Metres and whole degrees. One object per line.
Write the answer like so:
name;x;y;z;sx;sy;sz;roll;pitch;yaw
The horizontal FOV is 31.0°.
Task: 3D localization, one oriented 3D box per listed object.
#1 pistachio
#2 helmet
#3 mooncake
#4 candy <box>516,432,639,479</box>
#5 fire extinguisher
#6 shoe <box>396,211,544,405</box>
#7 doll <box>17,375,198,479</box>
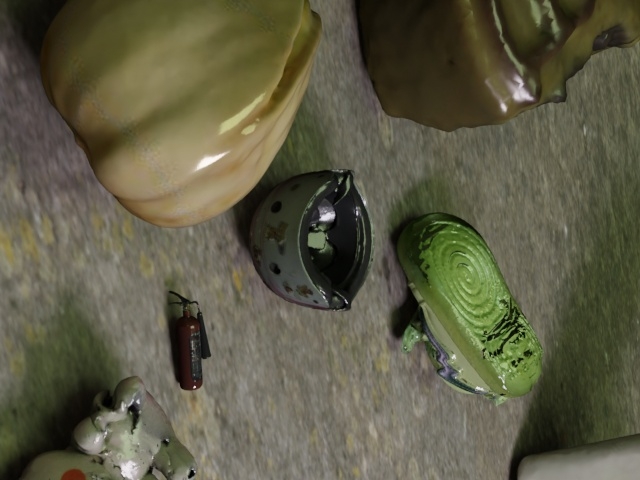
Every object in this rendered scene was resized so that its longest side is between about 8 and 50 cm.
pistachio;-0.118;-0.152;1.010;0.321;0.237;0.229;-74;150;-48
helmet;-0.017;0.000;1.247;0.177;0.107;0.153;8;82;-70
mooncake;0.235;-0.288;1.443;0.393;0.246;0.394;36;61;-39
candy;0.484;0.352;1.680;0.208;0.358;0.145;14;63;-59
fire extinguisher;-0.127;0.098;1.168;0.046;0.032;0.100;-13;108;-39
shoe;0.173;0.096;1.469;0.262;0.128;0.140;53;37;-1
doll;-0.203;0.215;1.031;0.192;0.095;0.149;-54;124;-33
